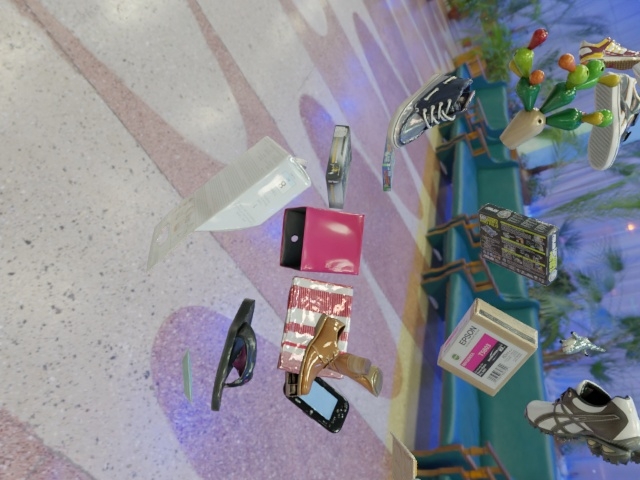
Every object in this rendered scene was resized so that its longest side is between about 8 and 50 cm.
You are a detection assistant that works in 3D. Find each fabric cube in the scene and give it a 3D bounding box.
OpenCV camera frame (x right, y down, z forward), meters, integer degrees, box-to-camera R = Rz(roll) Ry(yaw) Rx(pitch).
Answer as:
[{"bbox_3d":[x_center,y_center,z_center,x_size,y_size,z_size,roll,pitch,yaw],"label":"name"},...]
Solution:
[{"bbox_3d":[0.000,0.000,1.922,0.257,0.259,0.255,5,90,-25],"label":"fabric cube"}]

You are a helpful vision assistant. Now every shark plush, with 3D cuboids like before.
[{"bbox_3d":[0.894,0.371,1.598,0.161,0.073,0.067,19,45,-19],"label":"shark plush"}]

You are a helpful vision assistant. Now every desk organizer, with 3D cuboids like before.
[{"bbox_3d":[-0.107,0.528,1.782,0.047,0.050,0.131,4,76,-19],"label":"desk organizer"}]

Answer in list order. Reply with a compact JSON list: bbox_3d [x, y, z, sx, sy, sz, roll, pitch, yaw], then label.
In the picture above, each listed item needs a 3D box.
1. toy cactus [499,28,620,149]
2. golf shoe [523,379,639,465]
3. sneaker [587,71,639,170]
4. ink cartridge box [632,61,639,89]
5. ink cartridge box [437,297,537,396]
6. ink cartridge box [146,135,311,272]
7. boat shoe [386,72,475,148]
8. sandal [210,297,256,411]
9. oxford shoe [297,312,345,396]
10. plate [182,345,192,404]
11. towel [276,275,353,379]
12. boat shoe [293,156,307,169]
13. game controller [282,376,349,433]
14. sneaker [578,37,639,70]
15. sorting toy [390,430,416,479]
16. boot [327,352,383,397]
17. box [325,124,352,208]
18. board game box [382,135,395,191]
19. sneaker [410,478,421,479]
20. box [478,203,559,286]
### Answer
[{"bbox_3d":[0.369,-0.230,0.763,0.218,0.180,0.112,18,45,-29],"label":"toy cactus"},{"bbox_3d":[0.370,0.241,0.663,0.077,0.198,0.094,0,84,-17],"label":"golf shoe"},{"bbox_3d":[1.000,-0.398,1.569,0.126,0.127,0.322,-129,-140,-77],"label":"sneaker"},{"bbox_3d":[0.758,-0.291,0.924,0.237,0.171,0.100,36,37,-37],"label":"ink cartridge box"},{"bbox_3d":[0.483,0.315,1.364,0.193,0.235,0.088,28,34,9],"label":"ink cartridge box"},{"bbox_3d":[-0.223,-0.079,1.091,0.091,0.385,0.308,50,1,-26],"label":"ink cartridge box"},{"bbox_3d":[0.372,-0.429,1.548,0.341,0.158,0.127,-52,134,-15],"label":"boat shoe"},{"bbox_3d":[-0.241,0.335,1.452,0.446,0.106,0.168,-79,-179,-60],"label":"sandal"},{"bbox_3d":[0.003,0.273,1.103,0.076,0.075,0.212,85,26,-54],"label":"oxford shoe"},{"bbox_3d":[-0.438,0.444,1.533,0.024,0.188,0.188,-3,72,-14],"label":"plate"},{"bbox_3d":[-0.010,0.301,1.623,0.236,0.037,0.330,12,73,-12],"label":"towel"},{"bbox_3d":[-0.177,-0.267,1.769,0.095,0.257,0.085,42,49,-76],"label":"boat shoe"},{"bbox_3d":[-0.017,0.666,1.964,0.319,0.067,0.167,41,39,-9],"label":"game controller"},{"bbox_3d":[0.818,-0.525,1.296,0.069,0.185,0.084,105,-16,-83],"label":"sneaker"},{"bbox_3d":[0.309,0.836,1.708,0.193,0.038,0.209,-168,-107,-77],"label":"sorting toy"},{"bbox_3d":[0.100,0.398,1.412,0.073,0.152,0.197,-60,137,-36],"label":"boot"},{"bbox_3d":[0.066,-0.255,1.628,0.183,0.056,0.231,80,18,-61],"label":"box"},{"bbox_3d":[0.286,-0.324,1.953,0.136,0.035,0.201,78,20,-49],"label":"board game box"},{"bbox_3d":[0.212,0.565,0.950,0.088,0.093,0.225,41,11,2],"label":"sneaker"},{"bbox_3d":[0.674,0.011,1.598,0.060,0.270,0.217,-32,126,-22],"label":"box"}]
